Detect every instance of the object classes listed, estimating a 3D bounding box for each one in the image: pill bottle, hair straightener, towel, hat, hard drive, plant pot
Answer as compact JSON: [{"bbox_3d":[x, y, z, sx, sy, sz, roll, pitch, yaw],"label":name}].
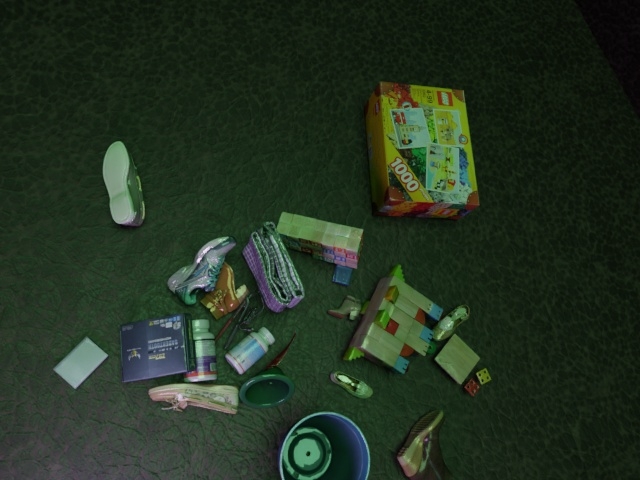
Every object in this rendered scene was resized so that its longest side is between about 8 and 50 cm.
[{"bbox_3d":[-0.234,0.366,1.768,0.160,0.087,0.087,-39,86,-22],"label":"pill bottle"},{"bbox_3d":[-0.262,0.274,1.796,0.089,0.047,0.230,35,76,-3],"label":"hair straightener"},{"bbox_3d":[0.089,0.108,1.967,0.067,0.029,0.119,18,69,-9],"label":"towel"},{"bbox_3d":[-0.166,0.100,1.793,0.121,0.235,0.283,-23,80,-14],"label":"towel"},{"bbox_3d":[-0.176,0.439,1.785,0.209,0.173,0.183,-4,38,-10],"label":"hat"},{"bbox_3d":[-0.396,0.359,1.715,0.108,0.108,0.193,-3,74,-16],"label":"pill bottle"},{"bbox_3d":[-0.751,0.383,1.658,0.094,0.022,0.135,41,67,0],"label":"hard drive"},{"bbox_3d":[-0.015,0.672,1.642,0.272,0.255,0.271,4,73,-14],"label":"plant pot"}]

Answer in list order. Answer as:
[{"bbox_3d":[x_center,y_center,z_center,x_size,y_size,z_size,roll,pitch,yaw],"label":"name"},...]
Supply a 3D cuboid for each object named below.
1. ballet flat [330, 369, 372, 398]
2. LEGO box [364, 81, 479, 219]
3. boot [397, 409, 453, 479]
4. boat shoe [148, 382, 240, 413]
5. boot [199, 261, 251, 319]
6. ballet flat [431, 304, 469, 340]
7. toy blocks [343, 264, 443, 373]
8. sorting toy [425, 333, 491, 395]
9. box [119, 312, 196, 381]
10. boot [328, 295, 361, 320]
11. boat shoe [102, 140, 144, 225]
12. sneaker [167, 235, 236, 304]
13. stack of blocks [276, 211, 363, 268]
[{"bbox_3d":[0.111,0.504,1.837,0.168,0.052,0.057,26,68,-6],"label":"ballet flat"},{"bbox_3d":[0.394,-0.349,2.102,0.373,0.193,0.500,1,73,-14],"label":"LEGO box"},{"bbox_3d":[0.394,0.743,1.839,0.248,0.090,0.207,-43,100,-24],"label":"boot"},{"bbox_3d":[-0.399,0.502,1.672,0.285,0.104,0.089,5,69,-14],"label":"boat shoe"},{"bbox_3d":[-0.354,0.161,1.811,0.152,0.073,0.197,-38,82,-16],"label":"boot"},{"bbox_3d":[0.488,0.299,1.975,0.073,0.067,0.206,35,49,30],"label":"ballet flat"},{"bbox_3d":[0.283,0.319,1.892,0.261,0.191,0.381,35,67,-15],"label":"toy blocks"},{"bbox_3d":[0.508,0.449,1.964,0.274,0.046,0.132,44,68,2],"label":"sorting toy"},{"bbox_3d":[-0.515,0.338,1.664,0.233,0.059,0.183,-11,75,12],"label":"box"},{"bbox_3d":[0.092,0.242,1.924,0.118,0.042,0.087,19,63,-10],"label":"boot"},{"bbox_3d":[-0.673,-0.193,1.822,0.109,0.091,0.305,-18,74,18],"label":"boat shoe"},{"bbox_3d":[-0.371,0.102,1.759,0.283,0.110,0.122,-43,73,9],"label":"sneaker"},{"bbox_3d":[0.000,0.000,1.898,0.297,0.171,0.087,13,69,9],"label":"stack of blocks"}]
